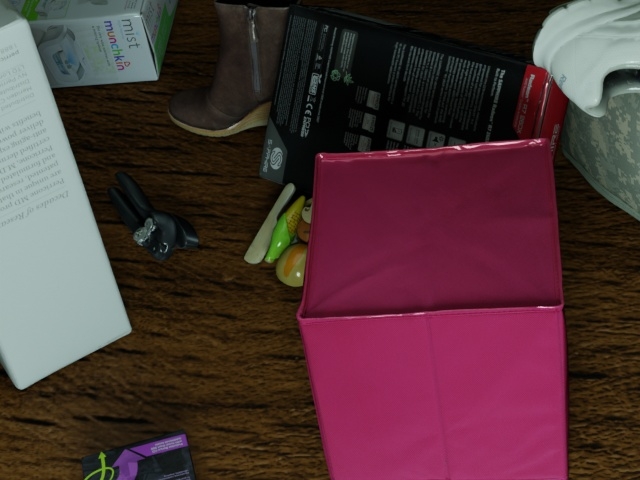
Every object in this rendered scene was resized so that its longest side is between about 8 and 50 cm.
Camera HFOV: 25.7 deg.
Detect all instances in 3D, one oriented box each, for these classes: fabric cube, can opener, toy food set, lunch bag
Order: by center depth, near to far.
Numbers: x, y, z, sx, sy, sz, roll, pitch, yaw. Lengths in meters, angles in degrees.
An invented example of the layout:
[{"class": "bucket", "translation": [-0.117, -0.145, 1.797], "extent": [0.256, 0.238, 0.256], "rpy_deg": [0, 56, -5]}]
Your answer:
[{"class": "fabric cube", "translation": [0.123, 0.077, 1.454], "extent": [0.259, 0.258, 0.254], "rpy_deg": [-3, 43, 9]}, {"class": "lunch bag", "translation": [0.408, -0.143, 1.650], "extent": [0.169, 0.235, 0.287], "rpy_deg": [-24, 44, -9]}, {"class": "toy food set", "translation": [0.000, 0.000, 1.694], "extent": [0.192, 0.038, 0.132], "rpy_deg": [22, 78, 31]}, {"class": "can opener", "translation": [-0.230, -0.030, 1.810], "extent": [0.186, 0.073, 0.059], "rpy_deg": [38, 100, 44]}]

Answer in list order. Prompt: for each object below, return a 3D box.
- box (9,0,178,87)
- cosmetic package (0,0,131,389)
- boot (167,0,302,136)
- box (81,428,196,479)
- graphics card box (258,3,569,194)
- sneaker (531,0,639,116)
[{"class": "box", "translation": [-0.348, -0.361, 2.135], "extent": [0.231, 0.127, 0.262], "rpy_deg": [-4, 42, 7]}, {"class": "cosmetic package", "translation": [-0.377, -0.078, 1.584], "extent": [0.161, 0.453, 0.230], "rpy_deg": [-27, 45, -18]}, {"class": "boot", "translation": [-0.114, -0.244, 1.891], "extent": [0.248, 0.207, 0.090], "rpy_deg": [2, 43, 21]}, {"class": "box", "translation": [-0.180, 0.272, 1.436], "extent": [0.116, 0.029, 0.162], "rpy_deg": [-15, 41, -6]}, {"class": "graphics card box", "translation": [0.110, -0.140, 1.714], "extent": [0.371, 0.233, 0.094], "rpy_deg": [18, 16, 29]}, {"class": "sneaker", "translation": [0.384, -0.222, 1.511], "extent": [0.297, 0.111, 0.129], "rpy_deg": [-26, 58, 3]}]
